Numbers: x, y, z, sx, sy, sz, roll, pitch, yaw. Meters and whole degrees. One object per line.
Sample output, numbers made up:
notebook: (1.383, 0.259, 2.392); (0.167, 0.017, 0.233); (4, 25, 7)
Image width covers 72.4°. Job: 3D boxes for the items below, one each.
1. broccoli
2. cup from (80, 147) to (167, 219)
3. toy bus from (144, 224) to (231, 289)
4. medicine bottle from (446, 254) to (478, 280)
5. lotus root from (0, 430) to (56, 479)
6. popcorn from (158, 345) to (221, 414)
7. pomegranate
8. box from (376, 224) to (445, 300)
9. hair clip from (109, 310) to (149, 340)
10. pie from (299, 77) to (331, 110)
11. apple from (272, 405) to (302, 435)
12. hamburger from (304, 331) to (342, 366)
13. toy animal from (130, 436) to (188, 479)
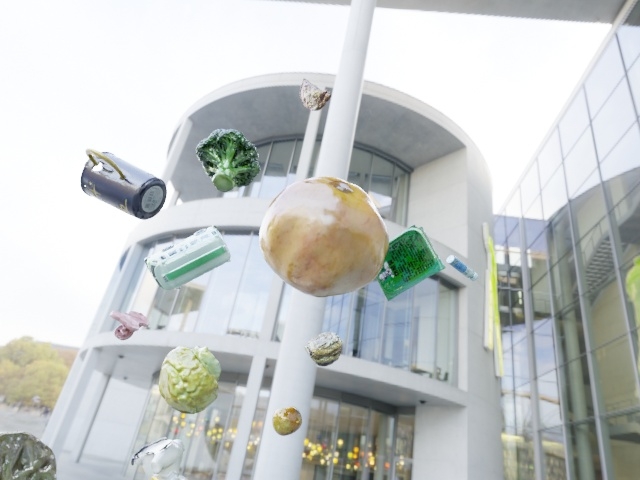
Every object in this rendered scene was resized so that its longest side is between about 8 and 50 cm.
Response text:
broccoli: (-0.414, -0.350, 1.946); (0.298, 0.297, 0.297); (1, -54, 1)
cup: (-0.710, -0.196, 1.531); (0.256, 0.178, 0.255); (25, 3, 17)
toy bus: (-0.458, 0.066, 1.532); (0.165, 0.276, 0.133); (23, -41, 63)
medicine bottle: (0.725, 0.141, 2.231); (0.191, 0.051, 0.051); (35, -35, -21)
lotus root: (-0.787, 0.683, 1.088); (0.111, 0.390, 0.375); (-17, 0, -2)
popcorn: (-0.400, 0.429, 1.348); (0.184, 0.204, 0.221); (-20, -21, -31)
pomegranate: (0.000, 0.000, 1.381); (0.412, 0.411, 0.411); (8, -28, 4)
box: (0.426, 0.109, 2.160); (0.337, 0.264, 0.106); (-36, -26, 28)
hair clip: (-0.723, 0.307, 1.677); (0.123, 0.138, 0.102); (36, -53, 12)
pie: (-0.028, -0.495, 1.508); (0.033, 0.191, 0.088); (-6, -56, -33)
apple: (-0.128, 0.685, 1.668); (0.114, 0.101, 0.099); (-17, -9, -13)
hamburger: (0.020, 0.551, 2.218); (0.183, 0.129, 0.206); (-16, 10, -10)
toy animal: (-0.593, 0.942, 1.709); (0.183, 0.309, 0.247); (-23, 2, 2)
